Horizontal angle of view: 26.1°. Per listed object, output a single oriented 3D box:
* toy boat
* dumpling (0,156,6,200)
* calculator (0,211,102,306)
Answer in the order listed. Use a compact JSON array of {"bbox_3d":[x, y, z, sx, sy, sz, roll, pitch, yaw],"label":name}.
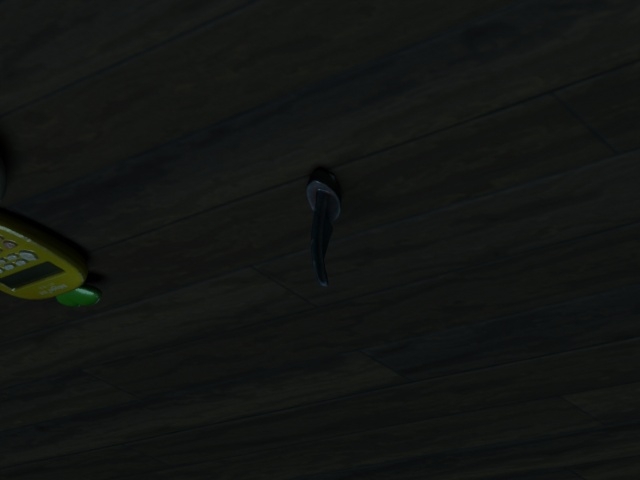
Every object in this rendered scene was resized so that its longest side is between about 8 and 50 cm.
[{"bbox_3d":[0.000,0.001,1.395,0.034,0.122,0.096,0,152,10],"label":"toy boat"},{"bbox_3d":[-0.389,-0.065,1.402,0.127,0.108,0.188,29,171,7],"label":"dumpling"},{"bbox_3d":[-0.358,0.020,1.618,0.146,0.032,0.235,-17,142,39],"label":"calculator"}]
